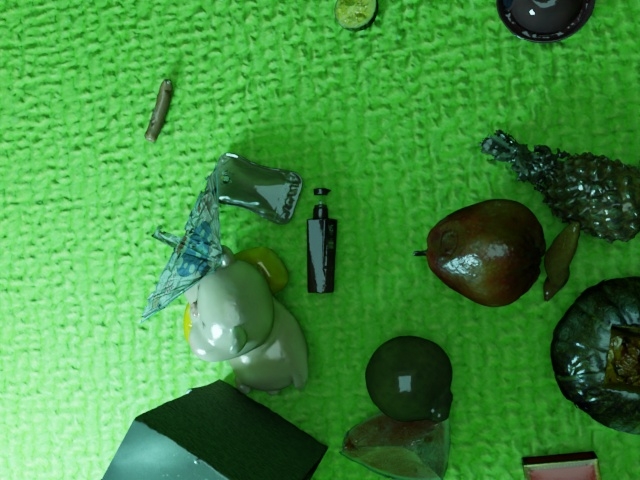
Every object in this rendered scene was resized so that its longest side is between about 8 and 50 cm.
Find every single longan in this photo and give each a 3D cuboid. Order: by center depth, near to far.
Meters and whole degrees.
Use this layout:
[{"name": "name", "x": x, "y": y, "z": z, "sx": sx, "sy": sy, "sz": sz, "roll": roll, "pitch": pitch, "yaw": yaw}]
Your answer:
[{"name": "longan", "x": 0.195, "y": 0.297, "z": 1.446, "sx": 0.185, "sy": 0.159, "sz": 0.204, "roll": -40, "pitch": 61, "yaw": -2}]

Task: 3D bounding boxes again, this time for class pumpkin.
[{"name": "pumpkin", "x": 0.611, "y": 0.221, "z": 1.345, "sx": 0.320, "sy": 0.192, "sz": 0.321, "roll": -1, "pitch": 87, "yaw": 15}]

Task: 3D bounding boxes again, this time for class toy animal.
[{"name": "toy animal", "x": -0.196, "y": 0.189, "z": 1.498, "sx": 0.277, "sy": 0.247, "sz": 0.345, "roll": -18, "pitch": 84, "yaw": 11}]

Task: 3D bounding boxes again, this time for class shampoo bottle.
[{"name": "shampoo bottle", "x": 0.002, "y": 0.000, "z": 1.556, "sx": 0.067, "sy": 0.068, "sz": 0.237, "roll": 0, "pitch": 90, "yaw": 12}]

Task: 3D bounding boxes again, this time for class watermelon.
[{"name": "watermelon", "x": 0.174, "y": 0.456, "z": 1.491, "sx": 0.231, "sy": 0.128, "sz": 0.146, "roll": -9, "pitch": 115, "yaw": 23}, {"name": "watermelon", "x": 0.086, "y": -0.519, "z": 1.557, "sx": 0.105, "sy": 0.062, "sz": 0.106, "roll": -3, "pitch": 82, "yaw": 23}]

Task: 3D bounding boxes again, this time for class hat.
[{"name": "hat", "x": 0.478, "y": -0.518, "z": 1.457, "sx": 0.205, "sy": 0.089, "sz": 0.206, "roll": -1, "pitch": 88, "yaw": 14}]

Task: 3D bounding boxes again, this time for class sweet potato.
[{"name": "sweet potato", "x": 0.488, "y": 0.041, "z": 1.407, "sx": 0.058, "sy": 0.055, "sz": 0.202, "roll": 22, "pitch": 136, "yaw": 23}]

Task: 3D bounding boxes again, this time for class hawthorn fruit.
[{"name": "hawthorn fruit", "x": 0.322, "y": 0.021, "z": 1.413, "sx": 0.260, "sy": 0.224, "sz": 0.224, "roll": 5, "pitch": 89, "yaw": 25}]

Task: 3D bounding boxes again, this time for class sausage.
[{"name": "sausage", "x": -0.390, "y": -0.315, "z": 1.667, "sx": 0.036, "sy": 0.042, "sz": 0.158, "roll": 17, "pitch": 93, "yaw": -29}]

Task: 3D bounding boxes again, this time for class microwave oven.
[{"name": "microwave oven", "x": -0.216, "y": 0.485, "z": 1.397, "sx": 0.374, "sy": 0.432, "sz": 0.236, "roll": 29, "pitch": 94, "yaw": 11}]

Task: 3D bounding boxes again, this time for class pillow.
[{"name": "pillow", "x": -0.153, "y": -0.125, "z": 1.610, "sx": 0.217, "sy": 0.033, "sz": 0.130, "roll": 20, "pitch": 93, "yaw": 12}]

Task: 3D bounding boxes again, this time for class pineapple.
[{"name": "pineapple", "x": 0.497, "y": -0.126, "z": 1.415, "sx": 0.361, "sy": 0.175, "sz": 0.175, "roll": 30, "pitch": 95, "yaw": 25}]

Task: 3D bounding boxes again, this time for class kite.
[{"name": "kite", "x": -0.299, "y": 0.012, "z": 1.533, "sx": 0.368, "sy": 0.014, "sz": 0.406, "roll": 19, "pitch": 83, "yaw": 53}]

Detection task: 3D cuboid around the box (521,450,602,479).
[{"name": "box", "x": 0.512, "y": 0.567, "z": 1.419, "sx": 0.153, "sy": 0.074, "sz": 0.240, "roll": -9, "pitch": 85, "yaw": 8}]
